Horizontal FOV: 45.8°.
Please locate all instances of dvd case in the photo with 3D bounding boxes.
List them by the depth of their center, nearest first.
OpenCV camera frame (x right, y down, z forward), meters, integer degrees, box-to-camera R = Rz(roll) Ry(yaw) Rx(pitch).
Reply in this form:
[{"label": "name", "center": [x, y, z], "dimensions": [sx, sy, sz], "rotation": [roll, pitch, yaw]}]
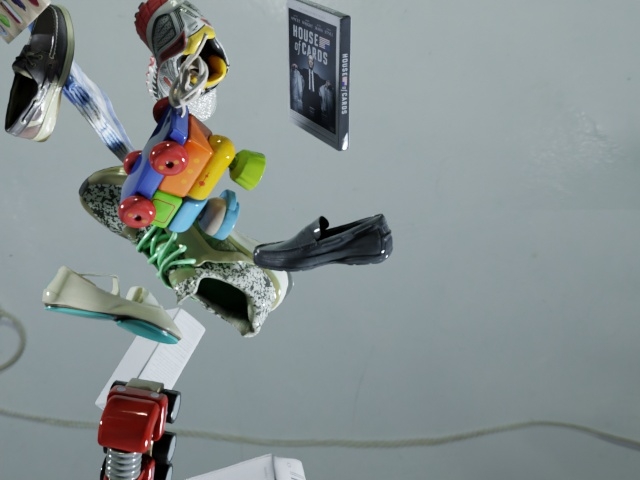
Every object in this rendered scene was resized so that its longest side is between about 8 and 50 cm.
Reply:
[{"label": "dvd case", "center": [-0.005, -0.302, 1.367], "dimensions": [0.029, 0.179, 0.239], "rotation": [-18, 125, -27]}]

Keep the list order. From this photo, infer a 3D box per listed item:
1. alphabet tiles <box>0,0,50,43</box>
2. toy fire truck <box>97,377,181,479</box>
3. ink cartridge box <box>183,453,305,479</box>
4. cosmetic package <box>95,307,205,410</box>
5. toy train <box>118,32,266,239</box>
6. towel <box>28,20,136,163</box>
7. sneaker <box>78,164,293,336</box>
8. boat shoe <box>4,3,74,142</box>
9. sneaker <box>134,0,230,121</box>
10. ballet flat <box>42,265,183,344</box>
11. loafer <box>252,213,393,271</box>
[{"label": "alphabet tiles", "center": [-0.378, -0.311, 0.755], "dimensions": [0.009, 0.198, 0.237], "rotation": [-49, 115, -21]}, {"label": "toy fire truck", "center": [-0.342, 0.363, 1.234], "dimensions": [0.158, 0.246, 0.217], "rotation": [10, 104, 2]}, {"label": "ink cartridge box", "center": [-0.104, 0.258, 0.495], "dimensions": [0.224, 0.056, 0.181], "rotation": [-22, 58, 17]}, {"label": "cosmetic package", "center": [-0.343, 0.253, 1.541], "dimensions": [0.085, 0.117, 0.231], "rotation": [45, 54, -27]}, {"label": "toy train", "center": [-0.123, -0.104, 0.864], "dimensions": [0.143, 0.105, 0.248], "rotation": [20, 128, -27]}, {"label": "towel", "center": [-0.400, -0.257, 1.280], "dimensions": [0.034, 0.285, 0.209], "rotation": [-31, 68, -4]}, {"label": "sneaker", "center": [-0.230, 0.023, 1.286], "dimensions": [0.410, 0.182, 0.158], "rotation": [33, 116, -13]}, {"label": "boat shoe", "center": [-0.308, -0.183, 0.825], "dimensions": [0.056, 0.049, 0.152], "rotation": [18, 101, 32]}, {"label": "sneaker", "center": [-0.159, -0.202, 0.918], "dimensions": [0.088, 0.225, 0.092], "rotation": [-43, 76, -13]}, {"label": "ballet flat", "center": [-0.317, 0.100, 1.206], "dimensions": [0.248, 0.086, 0.086], "rotation": [26, 92, -42]}, {"label": "loafer", "center": [0.000, 0.000, 1.165], "dimensions": [0.223, 0.076, 0.078], "rotation": [-7, 107, 16]}]
